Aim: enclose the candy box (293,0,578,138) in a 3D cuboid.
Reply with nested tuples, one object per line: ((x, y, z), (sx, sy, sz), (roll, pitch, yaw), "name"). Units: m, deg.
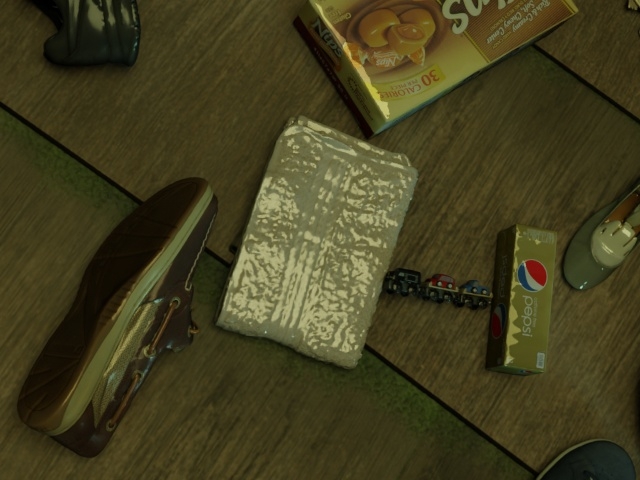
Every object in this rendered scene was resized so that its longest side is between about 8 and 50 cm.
((0.149, -0.286, 1.619), (0.316, 0.087, 0.182), (-31, 89, -20), "candy box")

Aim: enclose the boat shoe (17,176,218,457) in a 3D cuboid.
((-0.204, 0.087, 1.446), (0.123, 0.123, 0.342), (45, 62, -35), "boat shoe")

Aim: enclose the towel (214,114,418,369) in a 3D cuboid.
((0.000, 0.000, 1.542), (0.187, 0.049, 0.282), (20, 75, -11), "towel")

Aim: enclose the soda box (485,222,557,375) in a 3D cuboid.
((0.251, 0.075, 1.591), (0.058, 0.061, 0.181), (11, 77, -13), "soda box")

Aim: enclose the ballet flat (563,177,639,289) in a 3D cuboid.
((0.395, -0.022, 1.648), (0.213, 0.068, 0.072), (-44, 93, -19), "ballet flat")

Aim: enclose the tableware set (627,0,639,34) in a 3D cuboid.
((0.500, -0.307, 1.759), (0.169, 0.020, 0.141), (-4, 82, -18), "tableware set")

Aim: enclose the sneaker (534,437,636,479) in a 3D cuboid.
((0.289, 0.354, 1.480), (0.131, 0.148, 0.350), (46, 57, 0), "sneaker")

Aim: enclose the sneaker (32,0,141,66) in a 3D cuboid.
((-0.295, -0.339, 1.499), (0.130, 0.109, 0.286), (-10, 80, -11), "sneaker")

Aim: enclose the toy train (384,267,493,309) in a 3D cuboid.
((0.147, 0.058, 1.567), (0.158, 0.027, 0.036), (12, 78, -29), "toy train")
